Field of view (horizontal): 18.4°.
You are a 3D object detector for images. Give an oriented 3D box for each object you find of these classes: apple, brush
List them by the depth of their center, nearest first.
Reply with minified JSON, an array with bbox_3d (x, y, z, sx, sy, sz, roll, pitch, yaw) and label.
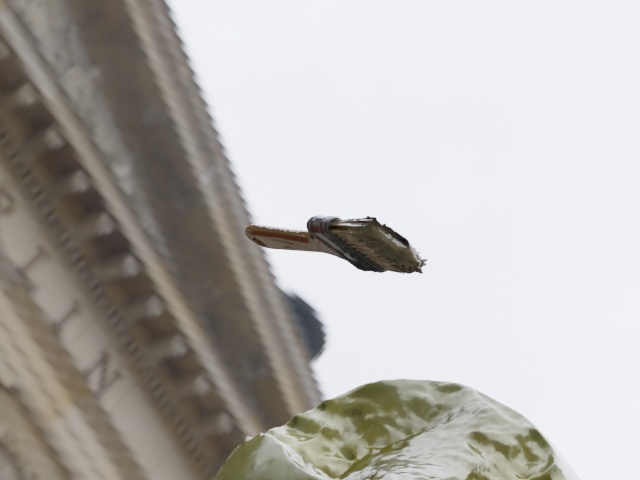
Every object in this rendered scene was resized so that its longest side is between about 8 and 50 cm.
[{"bbox_3d":[0.000,0.000,1.028,0.043,0.014,0.170,37,-13,-23],"label":"brush"},{"bbox_3d":[0.050,0.215,1.219,0.279,0.279,0.279,15,-53,21],"label":"apple"}]
